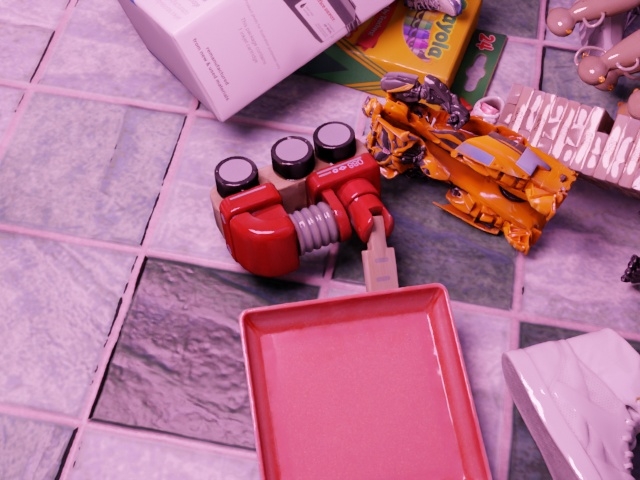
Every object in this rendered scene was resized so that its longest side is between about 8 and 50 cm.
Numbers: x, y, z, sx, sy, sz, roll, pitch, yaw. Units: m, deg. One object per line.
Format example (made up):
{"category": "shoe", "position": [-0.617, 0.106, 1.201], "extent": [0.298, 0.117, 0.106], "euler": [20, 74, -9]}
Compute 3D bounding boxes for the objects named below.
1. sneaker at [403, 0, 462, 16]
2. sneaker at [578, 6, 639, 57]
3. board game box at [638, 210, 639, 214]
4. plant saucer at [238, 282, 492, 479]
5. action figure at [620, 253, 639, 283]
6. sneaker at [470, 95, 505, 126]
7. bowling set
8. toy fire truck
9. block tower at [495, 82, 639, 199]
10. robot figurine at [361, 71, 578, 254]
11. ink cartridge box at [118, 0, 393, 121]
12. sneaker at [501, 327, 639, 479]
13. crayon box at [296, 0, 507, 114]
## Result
{"category": "sneaker", "position": [0.152, -0.361, 1.419], "extent": [0.058, 0.052, 0.135], "euler": [-41, 58, -14]}
{"category": "sneaker", "position": [0.485, -0.391, 1.503], "extent": [0.115, 0.105, 0.281], "euler": [18, 61, 3]}
{"category": "board game box", "position": [0.536, -0.055, 1.274], "extent": [0.194, 0.060, 0.194], "euler": [-38, 81, 14]}
{"category": "plant saucer", "position": [0.047, 0.192, 1.126], "extent": [0.258, 0.048, 0.259], "euler": [-8, 64, -6]}
{"category": "action figure", "position": [0.513, 0.069, 1.169], "extent": [0.275, 0.164, 0.141], "euler": [27, 22, 22]}
{"category": "sneaker", "position": [0.220, -0.156, 1.362], "extent": [0.051, 0.070, 0.134], "euler": [34, 63, 19]}
{"category": "bowling set", "position": [0.449, -0.219, 1.353], "extent": [0.154, 0.200, 0.287], "euler": [-24, 44, 9]}
{"category": "toy fire truck", "position": [0.000, 0.000, 1.226], "extent": [0.217, 0.159, 0.246], "euler": [-21, 49, -15]}
{"category": "block tower", "position": [0.386, -0.116, 1.259], "extent": [0.335, 0.097, 0.091], "euler": [23, 91, 32]}
{"category": "robot figurine", "position": [0.177, -0.104, 1.253], "extent": [0.291, 0.211, 0.085], "euler": [29, 63, 9]}
{"category": "ink cartridge box", "position": [-0.073, -0.392, 1.366], "extent": [0.395, 0.166, 0.285], "euler": [-37, 45, -8]}
{"category": "sneaker", "position": [0.341, 0.228, 1.087], "extent": [0.169, 0.108, 0.293], "euler": [-16, 57, -8]}
{"category": "crayon box", "position": [0.116, -0.317, 1.461], "extent": [0.318, 0.081, 0.202], "euler": [18, 57, 10]}
